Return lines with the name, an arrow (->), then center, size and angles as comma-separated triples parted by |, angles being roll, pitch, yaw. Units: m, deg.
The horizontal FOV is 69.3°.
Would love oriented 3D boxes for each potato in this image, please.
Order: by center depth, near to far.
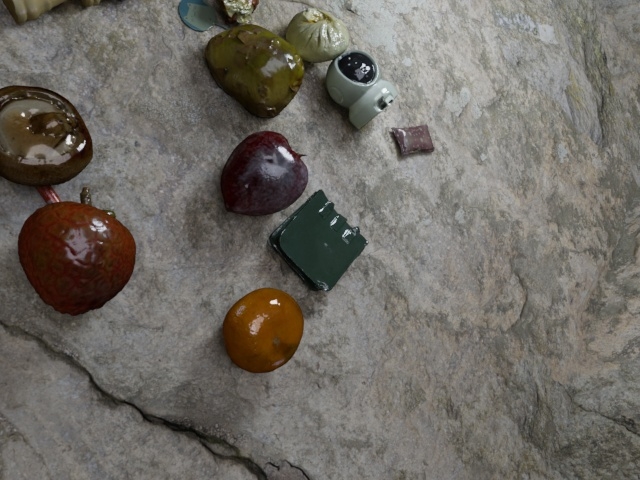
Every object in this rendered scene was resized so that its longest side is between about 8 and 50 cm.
potato -> -0.184, -0.540, 1.398 | 0.300, 0.196, 0.246 | 41, 65, -15

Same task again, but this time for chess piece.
chess piece -> -0.624, -0.681, 1.231 | 0.397, 0.117, 0.117 | -31, 98, -30

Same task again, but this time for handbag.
handbag -> -0.001, 0.001, 1.478 | 0.247, 0.079, 0.260 | 49, 63, -14

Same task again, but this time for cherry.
cherry -> -0.167, -0.186, 1.346 | 0.300, 0.203, 0.230 | -43, 110, -18

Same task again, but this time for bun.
bun -> -0.011, -0.679, 1.501 | 0.222, 0.127, 0.222 | -4, 56, 6

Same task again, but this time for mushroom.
mushroom -> -0.677, -0.244, 1.107 | 0.253, 0.153, 0.253 | 8, 70, -24

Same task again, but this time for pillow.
pillow -> 0.355, -0.382, 1.746 | 0.185, 0.043, 0.118 | -15, 87, -29

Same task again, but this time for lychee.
lychee -> -0.564, 0.020, 1.085 | 0.255, 0.255, 0.300 | 10, 50, -27

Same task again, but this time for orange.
orange -> -0.161, 0.249, 1.300 | 0.240, 0.171, 0.240 | 1, 88, -33

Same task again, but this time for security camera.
security camera -> 0.125, -0.522, 1.567 | 0.236, 0.194, 0.194 | 50, 64, -8

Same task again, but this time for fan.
fan -> -0.350, -0.686, 1.434 | 0.175, 0.005, 0.113 | 18, 74, -23

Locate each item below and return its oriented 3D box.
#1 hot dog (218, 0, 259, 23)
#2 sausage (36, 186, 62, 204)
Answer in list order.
hot dog -> -0.256, -0.781, 1.451 | 0.146, 0.103, 0.213 | 28, 79, -44
sausage -> -0.660, -0.086, 1.161 | 0.034, 0.034, 0.129 | -37, 100, -28
